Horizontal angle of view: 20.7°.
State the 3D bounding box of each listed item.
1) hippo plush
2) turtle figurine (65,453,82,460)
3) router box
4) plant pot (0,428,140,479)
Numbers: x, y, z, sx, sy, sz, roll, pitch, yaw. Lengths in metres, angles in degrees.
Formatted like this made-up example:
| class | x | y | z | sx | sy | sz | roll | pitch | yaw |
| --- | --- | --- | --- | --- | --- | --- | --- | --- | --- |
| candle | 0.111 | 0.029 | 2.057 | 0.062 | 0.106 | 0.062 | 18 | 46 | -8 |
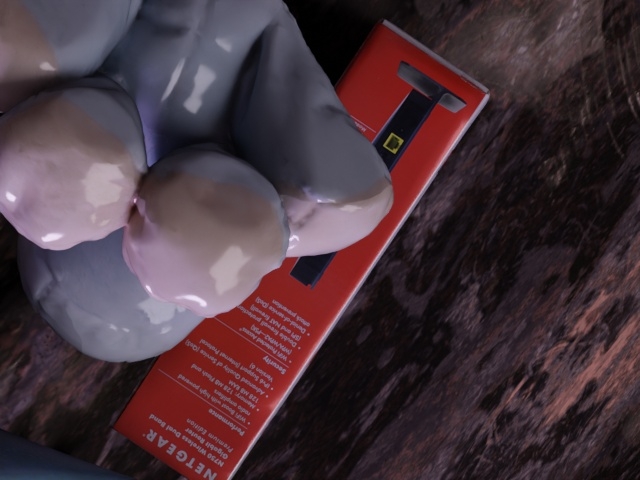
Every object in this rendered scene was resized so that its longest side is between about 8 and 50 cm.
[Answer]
| class | x | y | z | sx | sy | sz | roll | pitch | yaw |
| --- | --- | --- | --- | --- | --- | --- | --- | --- | --- |
| hippo plush | -0.126 | -0.058 | 0.969 | 0.234 | 0.294 | 0.236 | -2 | 154 | -34 |
| turtle figurine | -0.227 | 0.264 | 1.295 | 0.269 | 0.087 | 0.217 | 29 | 88 | -47 |
| router box | 0.000 | 0.000 | 1.208 | 0.301 | 0.082 | 0.335 | -56 | 179 | 6 |
| plant pot | -0.230 | 0.215 | 1.013 | 0.252 | 0.247 | 0.247 | 44 | 65 | -58 |
